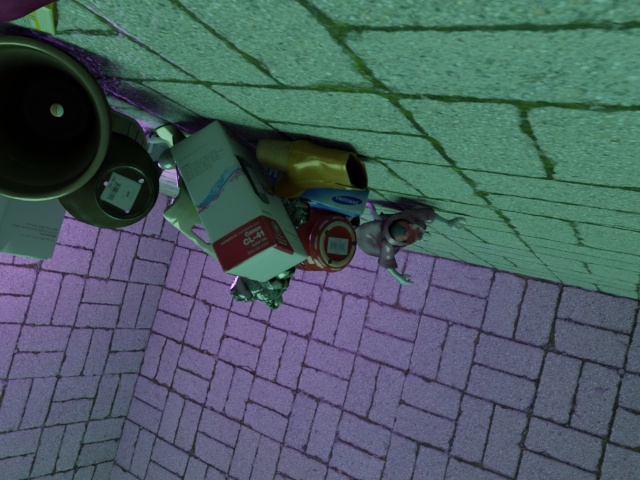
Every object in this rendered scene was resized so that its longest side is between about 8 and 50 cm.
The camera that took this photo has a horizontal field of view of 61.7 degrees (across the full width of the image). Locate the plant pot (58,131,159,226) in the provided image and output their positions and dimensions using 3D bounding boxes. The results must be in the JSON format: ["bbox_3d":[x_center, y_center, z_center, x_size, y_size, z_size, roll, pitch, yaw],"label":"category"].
[{"bbox_3d":[-0.420,-0.112,1.093,0.216,0.215,0.230,17,-177,-31],"label":"plant pot"}]

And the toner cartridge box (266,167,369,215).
[{"bbox_3d":[-0.054,-0.146,1.486,0.348,0.075,0.165,15,179,-9],"label":"toner cartridge box"}]

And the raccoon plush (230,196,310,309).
[{"bbox_3d":[-0.188,0.011,1.473,0.216,0.299,0.446,16,178,-25],"label":"raccoon plush"}]

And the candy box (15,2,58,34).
[{"bbox_3d":[-0.435,-0.316,0.655,0.206,0.027,0.105,16,174,-24],"label":"candy box"}]

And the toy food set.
[{"bbox_3d":[-0.299,-0.110,1.256,0.092,0.306,0.219,-28,139,11],"label":"toy food set"}]

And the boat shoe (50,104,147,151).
[{"bbox_3d":[-0.527,-0.269,1.295,0.103,0.113,0.302,15,167,15],"label":"boat shoe"}]

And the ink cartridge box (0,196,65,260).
[{"bbox_3d":[-0.761,-0.176,1.311,0.286,0.394,0.166,13,177,24],"label":"ink cartridge box"}]

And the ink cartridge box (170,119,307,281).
[{"bbox_3d":[-0.171,-0.077,1.170,0.131,0.306,0.226,-28,166,11],"label":"ink cartridge box"}]

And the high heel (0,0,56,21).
[{"bbox_3d":[-0.245,-0.264,0.390,0.181,0.127,0.377,-19,-166,-36],"label":"high heel"}]

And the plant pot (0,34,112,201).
[{"bbox_3d":[-0.494,-0.222,0.957,0.263,0.262,0.229,16,-166,-15],"label":"plant pot"}]

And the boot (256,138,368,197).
[{"bbox_3d":[0.001,-0.136,1.161,0.211,0.104,0.295,14,173,15],"label":"boot"}]

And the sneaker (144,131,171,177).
[{"bbox_3d":[-0.457,-0.219,1.539,0.086,0.132,0.229,14,177,16],"label":"sneaker"}]

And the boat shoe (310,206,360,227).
[{"bbox_3d":[-0.045,-0.043,1.745,0.156,0.186,0.500,1,-171,38],"label":"boat shoe"}]

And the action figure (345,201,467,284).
[{"bbox_3d":[0.224,-0.042,1.534,0.276,0.248,0.370,41,179,2],"label":"action figure"}]

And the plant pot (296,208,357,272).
[{"bbox_3d":[0.000,0.000,1.585,0.191,0.191,0.174,17,172,-37],"label":"plant pot"}]
